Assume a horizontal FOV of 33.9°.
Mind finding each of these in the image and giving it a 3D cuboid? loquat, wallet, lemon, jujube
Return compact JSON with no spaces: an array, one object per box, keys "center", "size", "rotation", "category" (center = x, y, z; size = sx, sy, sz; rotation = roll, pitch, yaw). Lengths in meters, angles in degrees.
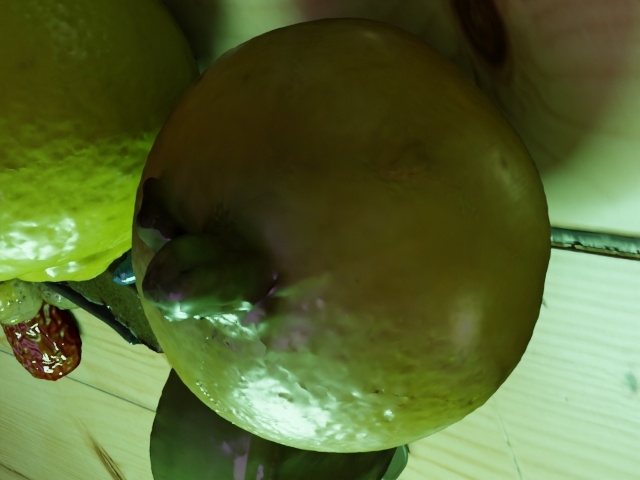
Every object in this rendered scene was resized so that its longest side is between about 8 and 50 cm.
[{"center":[0.000,0.000,0.776],"size":[0.328,0.359,0.329],"rotation":[5,99,31],"category":"loquat"},{"center":[-0.238,0.072,1.313],"size":[0.229,0.182,0.049],"rotation":[25,104,35],"category":"wallet"},{"center":[-0.273,-0.126,0.979],"size":[0.348,0.348,0.348],"rotation":[30,144,25],"category":"lemon"},{"center":[-0.451,0.139,1.685],"size":[0.112,0.109,0.176],"rotation":[-19,105,17],"category":"jujube"}]

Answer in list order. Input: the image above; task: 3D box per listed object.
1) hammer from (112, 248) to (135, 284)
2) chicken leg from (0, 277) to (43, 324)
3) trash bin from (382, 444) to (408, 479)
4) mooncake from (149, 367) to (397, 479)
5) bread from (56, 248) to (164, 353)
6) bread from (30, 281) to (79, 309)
[{"center":[-0.128,-0.004,1.057],"size":[0.070,0.193,0.116],"rotation":[66,-168,9],"category":"hammer"},{"center":[-0.505,0.013,1.476],"size":[0.295,0.182,0.409],"rotation":[50,169,-15],"category":"chicken leg"},{"center":[0.029,0.221,1.244],"size":[0.129,0.059,0.116],"rotation":[14,137,40],"category":"trash bin"},{"center":[-0.024,0.174,1.051],"size":[0.155,0.284,0.284],"rotation":[25,142,33],"category":"mooncake"},{"center":[-0.278,-0.022,1.247],"size":[0.416,0.165,0.113],"rotation":[26,137,31],"category":"bread"},{"center":[-0.371,0.061,1.522],"size":[0.113,0.082,0.060],"rotation":[37,149,22],"category":"bread"}]
